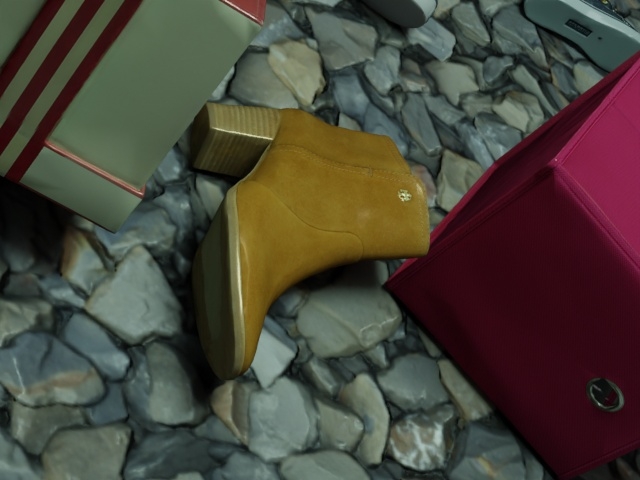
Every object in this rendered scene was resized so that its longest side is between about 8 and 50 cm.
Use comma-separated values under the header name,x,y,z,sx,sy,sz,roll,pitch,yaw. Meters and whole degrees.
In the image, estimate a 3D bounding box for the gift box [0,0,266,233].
name,x,y,z,sx,sy,sz,roll,pitch,yaw
gift box,-0.188,-0.186,1.165,0.255,0.258,0.276,32,30,-15

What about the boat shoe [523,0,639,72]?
name,x,y,z,sx,sy,sz,roll,pitch,yaw
boat shoe,0.319,-0.266,1.717,0.183,0.065,0.083,29,52,-19

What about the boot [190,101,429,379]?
name,x,y,z,sx,sy,sz,roll,pitch,yaw
boot,0.000,0.000,1.278,0.211,0.104,0.295,10,50,-20

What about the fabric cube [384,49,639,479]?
name,x,y,z,sx,sy,sz,roll,pitch,yaw
fabric cube,0.270,0.020,1.380,0.258,0.254,0.259,48,47,-4

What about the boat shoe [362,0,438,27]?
name,x,y,z,sx,sy,sz,roll,pitch,yaw
boat shoe,0.027,-0.329,1.497,0.267,0.096,0.088,36,70,-17
